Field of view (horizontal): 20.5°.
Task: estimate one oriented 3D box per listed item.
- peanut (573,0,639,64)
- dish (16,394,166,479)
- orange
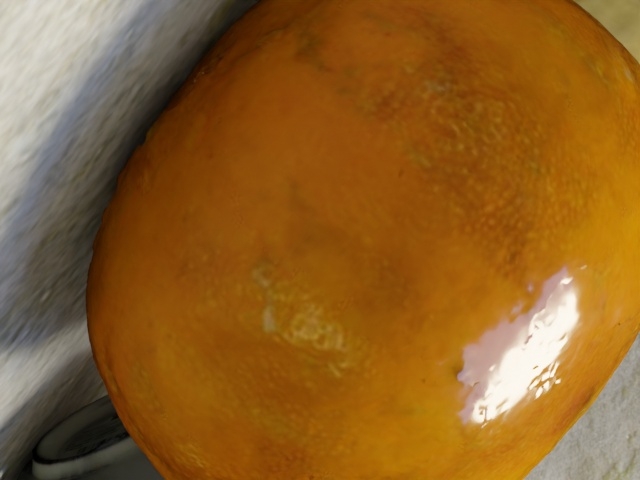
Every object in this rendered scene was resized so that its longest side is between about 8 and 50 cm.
[{"bbox_3d":[0.259,-0.133,1.404,0.387,0.192,0.169,-51,156,-12],"label":"peanut"},{"bbox_3d":[-0.101,0.134,0.929,0.236,0.086,0.228,-14,-163,38],"label":"dish"},{"bbox_3d":[0.030,0.008,0.805,0.284,0.226,0.284,-45,162,-19],"label":"orange"}]
